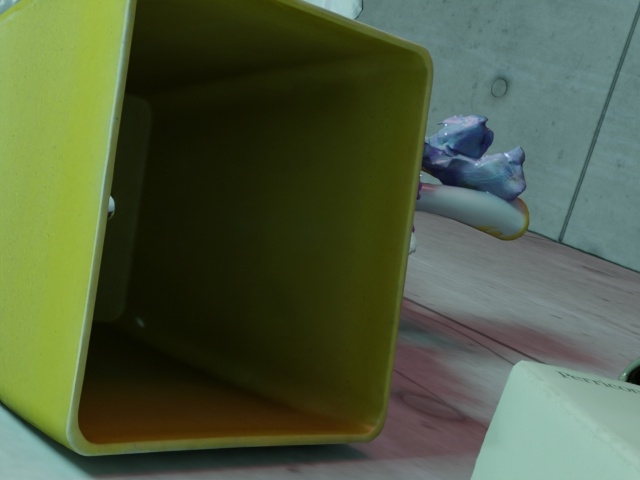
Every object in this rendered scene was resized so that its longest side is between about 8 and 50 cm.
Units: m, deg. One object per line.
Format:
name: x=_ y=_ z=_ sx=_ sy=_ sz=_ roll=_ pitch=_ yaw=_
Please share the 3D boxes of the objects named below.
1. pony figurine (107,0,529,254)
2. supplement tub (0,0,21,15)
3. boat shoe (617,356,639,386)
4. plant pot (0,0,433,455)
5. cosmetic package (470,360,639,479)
pony figurine: x=-0.009 y=-0.053 z=0.963 sx=0.364 sy=0.302 sz=0.351 roll=8 pitch=-20 yaw=-37
supplement tub: x=-0.260 y=-0.179 z=1.355 sx=0.338 sy=0.207 sz=0.207 roll=16 pitch=7 yaw=-9
boat shoe: x=0.325 y=0.137 z=0.778 sx=0.091 sy=0.109 sz=0.305 roll=13 pitch=3 yaw=-31
plant pot: x=-0.089 y=-0.017 z=0.616 sx=0.187 sy=0.212 sz=0.212 roll=8 pitch=-1 yaw=40
cosmetic package: x=0.157 y=0.142 z=0.308 sx=0.160 sy=0.113 sz=0.309 roll=15 pitch=9 yaw=-16
